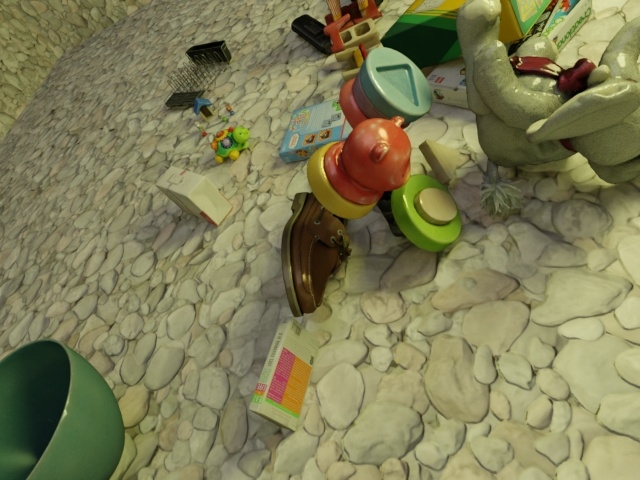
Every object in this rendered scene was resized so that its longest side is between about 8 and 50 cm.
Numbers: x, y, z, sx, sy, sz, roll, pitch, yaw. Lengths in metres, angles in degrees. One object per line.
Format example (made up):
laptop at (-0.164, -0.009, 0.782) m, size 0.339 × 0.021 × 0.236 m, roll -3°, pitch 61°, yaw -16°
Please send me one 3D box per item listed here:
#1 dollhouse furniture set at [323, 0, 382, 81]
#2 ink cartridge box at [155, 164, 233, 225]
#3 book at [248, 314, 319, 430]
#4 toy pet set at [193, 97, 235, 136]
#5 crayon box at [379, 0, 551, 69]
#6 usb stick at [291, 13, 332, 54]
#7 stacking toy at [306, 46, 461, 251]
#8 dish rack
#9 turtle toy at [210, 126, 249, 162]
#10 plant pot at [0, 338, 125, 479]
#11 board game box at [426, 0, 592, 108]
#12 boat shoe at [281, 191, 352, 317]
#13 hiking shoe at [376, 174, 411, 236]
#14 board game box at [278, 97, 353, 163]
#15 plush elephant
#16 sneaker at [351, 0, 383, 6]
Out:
dollhouse furniture set at (0.078, -0.572, 1.119) m, size 0.152 × 0.201 × 0.374 m, roll -20°, pitch 56°, yaw 13°
ink cartridge box at (-0.318, -0.113, 1.090) m, size 0.198 × 0.115 × 0.067 m, roll 21°, pitch 68°, yaw 42°
book at (-0.051, 0.201, 0.683) m, size 0.035 × 0.096 × 0.144 m, roll 0°, pitch 55°, yaw 32°
toy pet set at (-0.342, -0.396, 1.368) m, size 0.122 × 0.065 × 0.114 m, roll -37°, pitch 45°, yaw 0°
crayon box at (0.346, -0.529, 0.931) m, size 0.363 × 0.106 × 0.313 m, roll -52°, pitch 29°, yaw -18°
usb stick at (-0.015, -0.634, 1.371) m, size 0.077 × 0.045 × 0.278 m, roll -30°, pitch 44°, yaw -3°
stacking toy at (0.149, -0.148, 0.695) m, size 0.130 × 0.279 × 0.309 m, roll -38°, pitch 30°, yaw 50°
dish rack at (-0.444, -0.579, 1.574) m, size 0.208 × 0.074 × 0.272 m, roll 10°, pitch 61°, yaw 38°
turtle toy at (-0.240, -0.267, 1.200) m, size 0.130 × 0.066 × 0.095 m, roll -6°, pitch 53°, yaw 28°
plant pot at (-0.454, 0.340, 0.753) m, size 0.290 × 0.195 × 0.290 m, roll -17°, pitch 48°, yaw 20°
board game box at (0.378, -0.394, 0.923) m, size 0.305 × 0.053 × 0.193 m, roll -47°, pitch 44°, yaw -10°
boat shoe at (0.000, 0.000, 0.776) m, size 0.104 × 0.111 × 0.307 m, roll -6°, pitch 39°, yaw 8°
hiking shoe at (0.122, -0.118, 0.818) m, size 0.086 × 0.114 × 0.227 m, roll -27°, pitch 45°, yaw 10°
board game box at (0.014, -0.270, 1.062) m, size 0.211 × 0.039 × 0.160 m, roll -6°, pitch 52°, yaw 27°
plush elephant at (0.361, -0.199, 0.639) m, size 0.255 × 0.271 × 0.330 m, roll 0°, pitch 84°, yaw 48°
sneaker at (0.149, -0.838, 1.372) m, size 0.146 × 0.134 × 0.344 m, roll -9°, pitch 58°, yaw 0°
